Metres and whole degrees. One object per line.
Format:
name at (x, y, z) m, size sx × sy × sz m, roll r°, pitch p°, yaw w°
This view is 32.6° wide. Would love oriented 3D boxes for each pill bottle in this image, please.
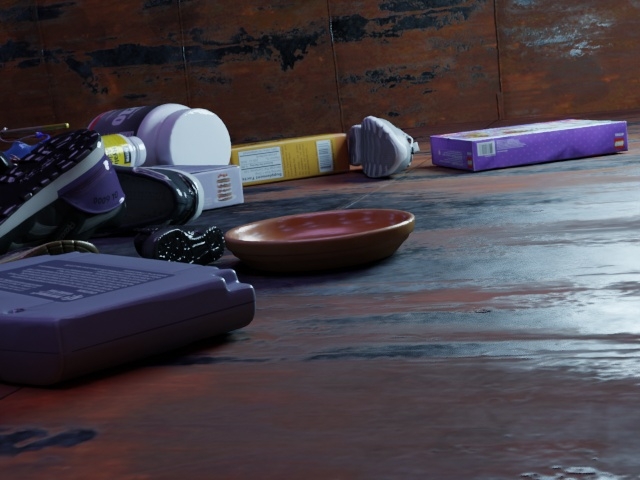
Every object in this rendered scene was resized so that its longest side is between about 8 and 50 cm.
pill bottle at (-0.302, -0.169, 2.021) m, size 0.161 × 0.161 × 0.283 m, roll -14°, pitch 11°, yaw -42°
pill bottle at (-0.323, -0.127, 1.662) m, size 0.065 × 0.065 × 0.116 m, roll 1°, pitch 13°, yaw 38°

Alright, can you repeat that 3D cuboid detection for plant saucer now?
plant saucer at (0.000, 0.000, 1.142) m, size 0.200 × 0.037 × 0.200 m, roll -6°, pitch 10°, yaw 1°

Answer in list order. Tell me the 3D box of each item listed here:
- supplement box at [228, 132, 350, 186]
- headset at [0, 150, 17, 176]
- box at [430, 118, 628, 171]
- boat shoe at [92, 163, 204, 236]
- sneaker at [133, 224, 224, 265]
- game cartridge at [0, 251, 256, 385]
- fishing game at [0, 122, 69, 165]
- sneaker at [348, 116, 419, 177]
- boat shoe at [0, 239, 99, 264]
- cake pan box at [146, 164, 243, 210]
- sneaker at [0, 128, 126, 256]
supplement box at (-0.067, -0.151, 2.049) m, size 0.233 × 0.080 × 0.078 m, roll -7°, pitch 8°, yaw -18°
headset at (-0.487, -0.065, 1.306) m, size 0.394 × 0.185 × 0.243 m, roll 15°, pitch 29°, yaw 28°
box at (0.368, -0.173, 1.957) m, size 0.293 × 0.057 × 0.201 m, roll -8°, pitch 10°, yaw -14°
boat shoe at (-0.315, -0.062, 1.505) m, size 0.303 × 0.114 × 0.091 m, roll -4°, pitch 3°, yaw 14°
sneaker at (-0.164, 0.009, 1.159) m, size 0.089 × 0.051 × 0.170 m, roll -2°, pitch 5°, yaw 24°
game cartridge at (-0.215, 0.055, 0.875) m, size 0.196 × 0.060 × 0.294 m, roll -8°, pitch 8°, yaw -40°
fishing game at (-0.449, -0.077, 1.499) m, size 0.189 × 0.041 × 0.264 m, roll 0°, pitch 47°, yaw 32°
sneaker at (0.127, -0.174, 1.977) m, size 0.115 × 0.105 × 0.281 m, roll -1°, pitch 11°, yaw -9°
boat shoe at (-0.290, 0.030, 1.075) m, size 0.049 × 0.056 × 0.152 m, roll 10°, pitch 17°, yaw 44°
cake pan box at (-0.295, -0.073, 1.723) m, size 0.267 × 0.070 × 0.246 m, roll -12°, pitch 9°, yaw -37°
sneaker at (-0.316, 0.010, 1.134) m, size 0.283 × 0.124 × 0.107 m, roll -38°, pitch 36°, yaw -26°
